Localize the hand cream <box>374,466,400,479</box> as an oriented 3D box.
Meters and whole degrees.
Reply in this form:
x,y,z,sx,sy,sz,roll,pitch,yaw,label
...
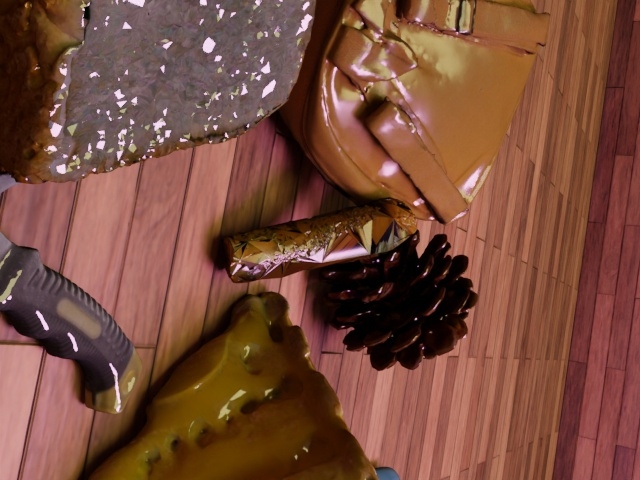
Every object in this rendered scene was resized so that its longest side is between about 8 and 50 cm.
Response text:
x,y,z,sx,sy,sz,roll,pitch,yaw,label
0.054,0.377,1.009,0.224,0.048,0.083,6,93,-54,hand cream

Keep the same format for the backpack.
x,y,z,sx,sy,sz,roll,pitch,yaw,label
0.106,-0.207,0.812,0.378,0.201,0.354,27,86,-50,backpack

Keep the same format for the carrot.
x,y,z,sx,sy,sz,roll,pitch,yaw,label
0.000,0.000,0.739,0.228,0.069,0.069,-13,109,-25,carrot

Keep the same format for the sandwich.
x,y,z,sx,sy,sz,roll,pitch,yaw,label
-0.098,-0.200,0.461,0.271,0.099,0.301,-23,140,-41,sandwich

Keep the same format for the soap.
x,y,z,sx,sy,sz,roll,pitch,yaw,label
-0.143,0.221,0.653,0.338,0.304,0.169,-18,125,-13,soap

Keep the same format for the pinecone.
x,y,z,sx,sy,sz,roll,pitch,yaw,label
0.092,0.060,0.867,0.207,0.207,0.208,-17,110,-56,pinecone

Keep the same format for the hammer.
x,y,z,sx,sy,sz,roll,pitch,yaw,label
-0.209,0.049,0.508,0.159,0.041,0.226,-62,142,-28,hammer
